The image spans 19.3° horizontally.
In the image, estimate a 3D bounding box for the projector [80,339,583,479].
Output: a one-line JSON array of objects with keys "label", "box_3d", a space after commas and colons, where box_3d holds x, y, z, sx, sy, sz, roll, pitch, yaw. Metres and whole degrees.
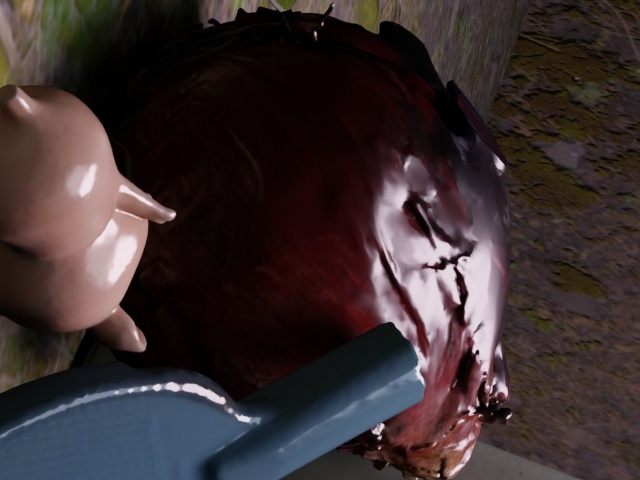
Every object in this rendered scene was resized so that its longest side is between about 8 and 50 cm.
[{"label": "projector", "box_3d": [0.021, 0.142, 1.079, 0.108, 0.337, 0.108, 21, 90, -81]}]

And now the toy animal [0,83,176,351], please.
[{"label": "toy animal", "box_3d": [-0.120, -0.012, 0.783, 0.089, 0.083, 0.150, -52, 150, -30]}]

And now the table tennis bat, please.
[{"label": "table tennis bat", "box_3d": [-0.094, 0.130, 0.816, 0.329, 0.044, 0.215, -30, 139, -23]}]

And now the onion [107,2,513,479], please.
[{"label": "onion", "box_3d": [-0.014, -0.015, 1.003, 0.221, 0.281, 0.281, -41, 178, 14]}]

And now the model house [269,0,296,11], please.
[{"label": "model house", "box_3d": [0.011, -0.205, 0.935, 0.117, 0.088, 0.167, -31, 111, -74]}]
